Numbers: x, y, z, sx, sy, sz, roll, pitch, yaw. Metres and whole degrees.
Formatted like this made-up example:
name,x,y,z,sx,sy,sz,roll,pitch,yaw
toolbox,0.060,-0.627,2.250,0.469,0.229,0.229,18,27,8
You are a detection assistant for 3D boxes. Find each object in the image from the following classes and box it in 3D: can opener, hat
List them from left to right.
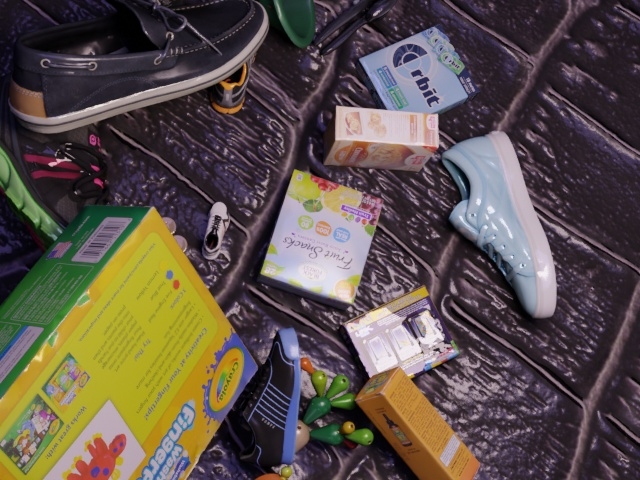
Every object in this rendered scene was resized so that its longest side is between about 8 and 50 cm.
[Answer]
name,x,y,z,sx,sy,sz,roll,pitch,yaw
hat,-0.127,-0.446,2.036,0.184,0.173,0.208,-10,66,23
can opener,0.062,-0.423,2.057,0.186,0.073,0.059,-35,91,-7

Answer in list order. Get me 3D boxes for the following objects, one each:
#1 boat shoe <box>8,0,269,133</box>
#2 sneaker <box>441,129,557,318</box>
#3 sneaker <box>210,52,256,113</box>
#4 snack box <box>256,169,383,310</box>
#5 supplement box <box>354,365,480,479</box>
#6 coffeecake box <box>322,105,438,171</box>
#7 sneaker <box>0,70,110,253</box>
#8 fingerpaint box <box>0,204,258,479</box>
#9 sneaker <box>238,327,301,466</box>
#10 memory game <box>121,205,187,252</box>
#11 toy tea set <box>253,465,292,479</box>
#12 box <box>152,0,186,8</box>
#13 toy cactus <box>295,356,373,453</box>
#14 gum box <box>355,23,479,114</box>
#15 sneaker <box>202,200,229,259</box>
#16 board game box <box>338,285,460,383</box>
name,x,y,z,sx,sy,sz,roll,pitch,yaw
boat shoe,-0.294,-0.335,1.811,0.500,0.156,0.187,-26,44,-30
sneaker,0.313,-0.017,1.956,0.150,0.135,0.366,-14,68,-5
sneaker,-0.158,-0.344,1.984,0.084,0.083,0.215,3,72,-6
snack box,0.000,0.000,1.920,0.174,0.070,0.207,18,74,-5
supplement box,0.165,0.324,1.809,0.233,0.078,0.080,50,48,-14
coffeecake box,0.107,-0.182,1.950,0.185,0.142,0.068,3,75,-8
sneaker,-0.433,-0.106,1.813,0.202,0.185,0.483,-38,82,-15
fingerpaint box,-0.333,0.229,1.593,0.445,0.163,0.371,-58,134,-34
sneaker,-0.084,0.256,1.750,0.090,0.081,0.232,3,94,-13
memory game,-0.325,0.025,1.888,0.186,0.012,0.186,2,73,-8
toy tea set,-0.135,0.524,1.747,0.336,0.124,0.200,-30,111,-19
box,-0.283,-0.413,1.980,0.062,0.083,0.052,-29,79,-15
toy cactus,-0.019,0.295,1.831,0.219,0.112,0.180,39,91,0
gum box,0.185,-0.308,2.052,0.184,0.041,0.157,-26,80,-15
sneaker,-0.184,-0.022,1.909,0.040,0.044,0.109,9,71,-5
board game box,0.139,0.179,1.904,0.170,0.048,0.141,-24,77,-15
